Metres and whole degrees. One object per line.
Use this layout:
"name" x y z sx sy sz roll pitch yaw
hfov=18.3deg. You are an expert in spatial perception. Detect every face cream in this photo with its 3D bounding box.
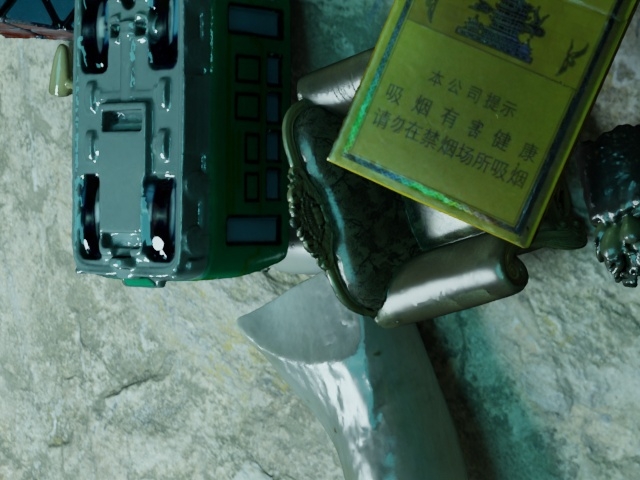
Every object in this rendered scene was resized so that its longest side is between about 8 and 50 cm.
"face cream" 0.000 0.000 2.056 0.182 0.051 0.072 0 104 43

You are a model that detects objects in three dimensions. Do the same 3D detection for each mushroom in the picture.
"mushroom" 0.064 0.224 1.995 0.177 0.126 0.397 -29 77 32

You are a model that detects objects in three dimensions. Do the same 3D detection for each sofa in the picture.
"sofa" 0.098 -0.059 1.859 0.200 0.182 0.258 -17 92 43

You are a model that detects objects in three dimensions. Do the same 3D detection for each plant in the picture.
"plant" 0.281 -0.030 1.771 0.092 0.094 0.143 -25 75 30

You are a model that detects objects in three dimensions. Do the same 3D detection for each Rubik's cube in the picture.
"Rubik's cube" -0.343 -0.317 2.262 0.190 0.211 0.178 178 100 -66

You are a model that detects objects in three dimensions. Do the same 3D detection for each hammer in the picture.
"hammer" -0.229 -0.162 2.234 0.195 0.028 0.060 27 120 29

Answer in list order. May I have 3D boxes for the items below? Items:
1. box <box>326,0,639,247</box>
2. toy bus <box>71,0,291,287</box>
"box" 0.154 -0.169 1.724 0.192 0.084 0.301 24 97 7
"toy bus" -0.132 -0.126 2.005 0.183 0.199 0.344 3 93 43
